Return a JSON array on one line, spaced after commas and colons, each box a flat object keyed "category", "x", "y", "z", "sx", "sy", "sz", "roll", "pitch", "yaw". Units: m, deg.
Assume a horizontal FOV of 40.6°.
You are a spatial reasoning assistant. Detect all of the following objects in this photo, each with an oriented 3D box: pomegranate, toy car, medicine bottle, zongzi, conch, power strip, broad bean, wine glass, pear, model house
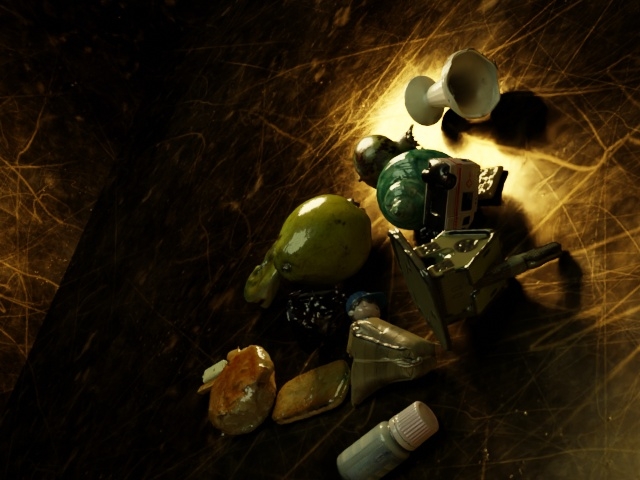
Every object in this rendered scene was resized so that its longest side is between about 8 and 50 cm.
[{"category": "pomegranate", "x": 0.164, "y": -0.196, "z": 2.109, "sx": 0.169, "sy": 0.148, "sz": 0.148, "roll": -14, "pitch": 42, "yaw": 13}, {"category": "toy car", "x": 0.277, "y": -0.073, "z": 1.840, "sx": 0.089, "sy": 0.108, "sz": 0.209, "roll": 23, "pitch": 114, "yaw": 56}, {"category": "medicine bottle", "x": 0.125, "y": 0.380, "z": 1.607, "sx": 0.203, "sy": 0.083, "sz": 0.083, "roll": -42, "pitch": 32, "yaw": 22}, {"category": "zongzi", "x": 0.134, "y": 0.266, "z": 1.727, "sx": 0.194, "sy": 0.099, "sz": 0.197, "roll": 16, "pitch": 104, "yaw": 45}, {"category": "conch", "x": 0.209, "y": -0.114, "z": 1.942, "sx": 0.196, "sy": 0.134, "sz": 0.202, "roll": -27, "pitch": 39, "yaw": 41}, {"category": "power strip", "x": -0.278, "y": 0.347, "z": 2.282, "sx": 0.090, "sy": 0.016, "sz": 0.040, "roll": -33, "pitch": 36, "yaw": 33}, {"category": "broad bean", "x": -0.128, "y": 0.081, "z": 2.241, "sx": 0.206, "sy": 0.072, "sz": 0.153, "roll": -62, "pitch": 23, "yaw": 17}, {"category": "wine glass", "x": 0.306, "y": -0.348, "z": 2.039, "sx": 0.196, "sy": 0.165, "sz": 0.165, "roll": -14, "pitch": 48, "yaw": 59}, {"category": "pear", "x": 0.008, "y": 0.007, "z": 2.021, "sx": 0.269, "sy": 0.212, "sz": 0.212, "roll": -30, "pitch": 10, "yaw": -41}, {"category": "model house", "x": 0.304, "y": 0.044, "z": 1.654, "sx": 0.279, "sy": 0.205, "sz": 0.218, "roll": -23, "pitch": 33, "yaw": -5}]

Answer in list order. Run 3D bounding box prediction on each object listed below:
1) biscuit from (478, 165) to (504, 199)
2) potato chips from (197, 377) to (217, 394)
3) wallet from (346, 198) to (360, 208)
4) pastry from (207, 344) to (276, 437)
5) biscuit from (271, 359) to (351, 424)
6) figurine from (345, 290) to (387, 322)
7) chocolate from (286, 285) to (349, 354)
[{"category": "biscuit", "x": 0.352, "y": -0.123, "z": 1.865, "sx": 0.081, "sy": 0.018, "sz": 0.083, "roll": -6, "pitch": 54, "yaw": 54}, {"category": "potato chips", "x": -0.246, "y": 0.350, "z": 2.222, "sx": 0.204, "sy": 0.037, "sz": 0.026, "roll": -38, "pitch": 23, "yaw": 36}, {"category": "wallet", "x": 0.000, "y": 0.000, "z": 2.213, "sx": 0.182, "sy": 0.049, "sz": 0.229, "roll": -6, "pitch": 57, "yaw": 50}, {"category": "pastry", "x": -0.183, "y": 0.360, "z": 2.044, "sx": 0.229, "sy": 0.100, "sz": 0.218, "roll": -54, "pitch": 26, "yaw": 3}, {"category": "biscuit", "x": -0.021, "y": 0.338, "z": 1.915, "sx": 0.247, "sy": 0.029, "sz": 0.118, "roll": -28, "pitch": 35, "yaw": 41}, {"category": "figurine", "x": 0.105, "y": 0.175, "z": 1.869, "sx": 0.087, "sy": 0.086, "sz": 0.149, "roll": 121, "pitch": 149, "yaw": -46}, {"category": "chocolate", "x": 0.010, "y": 0.162, "z": 1.957, "sx": 0.133, "sy": 0.156, "sz": 0.156, "roll": -23, "pitch": 39, "yaw": 15}]
